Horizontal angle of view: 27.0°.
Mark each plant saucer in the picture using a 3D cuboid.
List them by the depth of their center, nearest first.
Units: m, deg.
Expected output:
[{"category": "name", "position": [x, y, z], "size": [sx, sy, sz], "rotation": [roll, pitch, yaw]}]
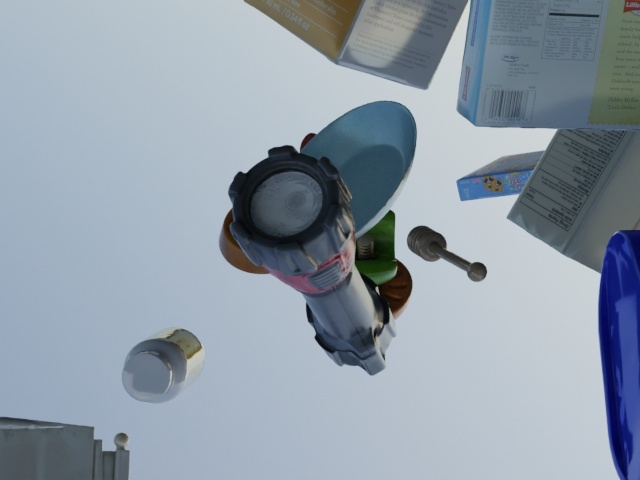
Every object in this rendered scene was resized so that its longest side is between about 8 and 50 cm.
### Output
[{"category": "plant saucer", "position": [0.030, -0.056, 1.364], "size": [0.037, 0.195, 0.195], "rotation": [41, -172, -33]}]

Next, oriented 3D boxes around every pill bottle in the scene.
[{"category": "pill bottle", "position": [-0.156, 0.124, 1.308], "size": [0.065, 0.065, 0.116], "rotation": [27, -173, 5]}]

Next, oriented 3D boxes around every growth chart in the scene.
[{"category": "growth chart", "position": [-0.304, 0.252, 1.341], "size": [0.237, 0.172, 0.021], "rotation": [12, 161, -7]}]

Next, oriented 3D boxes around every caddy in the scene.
[{"category": "caddy", "position": [0.369, 0.083, 1.176], "size": [0.179, 0.241, 0.341], "rotation": [8, -127, -7]}]

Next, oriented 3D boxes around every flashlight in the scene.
[{"category": "flashlight", "position": [0.001, 0.024, 1.197], "size": [0.103, 0.103, 0.304], "rotation": [16, 163, 18]}]

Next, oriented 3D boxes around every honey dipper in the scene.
[{"category": "honey dipper", "position": [0.116, 0.014, 1.227], "size": [0.030, 0.030, 0.160], "rotation": [20, -174, -16]}]

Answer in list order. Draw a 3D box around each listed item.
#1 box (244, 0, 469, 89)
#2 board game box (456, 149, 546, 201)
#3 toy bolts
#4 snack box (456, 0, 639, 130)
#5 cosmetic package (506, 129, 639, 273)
[{"category": "box", "position": [0.086, -0.393, 1.632], "size": [0.168, 0.345, 0.215], "rotation": [10, -159, -43]}, {"category": "board game box", "position": [0.330, -0.105, 1.966], "size": [0.211, 0.039, 0.160], "rotation": [-5, -167, 36]}, {"category": "toy bolts", "position": [0.000, 0.000, 1.556], "size": [0.218, 0.158, 0.228], "rotation": [2, -131, 4]}, {"category": "snack box", "position": [0.294, -0.197, 1.221], "size": [0.322, 0.187, 0.060], "rotation": [0, -158, -14]}, {"category": "cosmetic package", "position": [0.385, -0.109, 1.688], "size": [0.129, 0.296, 0.153], "rotation": [26, -171, -30]}]
